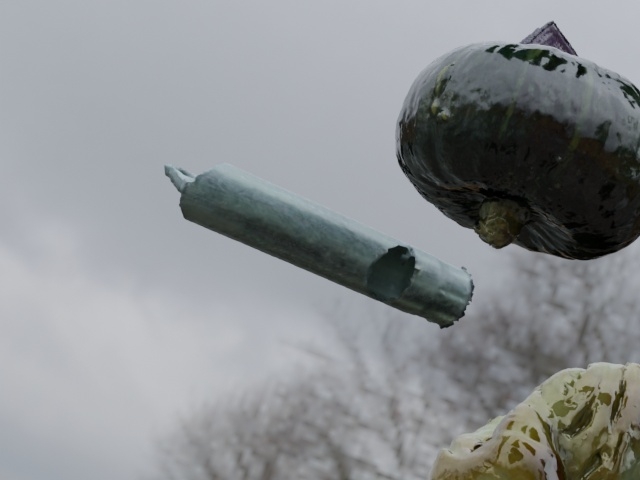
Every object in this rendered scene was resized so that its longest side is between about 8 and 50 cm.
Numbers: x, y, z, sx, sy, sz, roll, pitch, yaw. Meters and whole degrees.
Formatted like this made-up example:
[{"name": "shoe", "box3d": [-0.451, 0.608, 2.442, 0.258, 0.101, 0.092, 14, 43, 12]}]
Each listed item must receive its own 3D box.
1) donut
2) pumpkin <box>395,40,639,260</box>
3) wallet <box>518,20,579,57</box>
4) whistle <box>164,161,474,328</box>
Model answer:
[{"name": "donut", "box3d": [0.254, 0.290, 1.733, 0.360, 0.360, 0.170, 28, -32, -32]}, {"name": "pumpkin", "box3d": [0.157, -0.063, 1.381, 0.211, 0.152, 0.211, 10, -9, 2]}, {"name": "wallet", "box3d": [0.180, -0.107, 1.597, 0.111, 0.166, 0.030, 53, -34, -6]}, {"name": "whistle", "box3d": [0.000, 0.000, 1.635, 0.312, 0.062, 0.062, 24, -13, -29]}]
